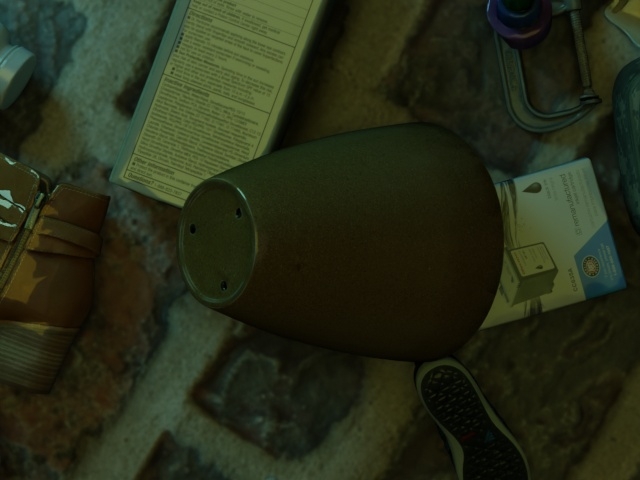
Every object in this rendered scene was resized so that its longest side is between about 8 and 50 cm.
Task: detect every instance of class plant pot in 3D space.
[{"bbox_3d":[0.000,0.000,1.552,0.254,0.237,0.237,1,90,-41],"label":"plant pot"}]

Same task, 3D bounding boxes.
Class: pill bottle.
[{"bbox_3d":[-0.375,-0.203,1.693,0.160,0.087,0.087,32,91,1],"label":"pill bottle"}]

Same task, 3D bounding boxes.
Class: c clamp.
[{"bbox_3d":[0.248,-0.192,1.699,0.137,0.022,0.161,-4,91,10],"label":"c clamp"}]

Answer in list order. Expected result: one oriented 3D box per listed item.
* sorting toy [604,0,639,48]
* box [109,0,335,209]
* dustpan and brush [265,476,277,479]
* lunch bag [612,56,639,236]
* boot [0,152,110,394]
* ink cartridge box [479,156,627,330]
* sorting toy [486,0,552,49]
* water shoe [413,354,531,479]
[{"bbox_3d":[0.332,-0.240,1.695,0.075,0.045,0.083,27,104,16],"label":"sorting toy"},{"bbox_3d":[-0.086,-0.176,1.666,0.148,0.121,0.311,22,91,2],"label":"box"},{"bbox_3d":[-0.013,0.345,1.701,0.147,0.060,0.211,-20,95,-10],"label":"dustpan and brush"},{"bbox_3d":[0.448,-0.094,1.569,0.305,0.256,0.213,-9,100,1],"label":"lunch bag"},{"bbox_3d":[-0.365,0.013,1.679,0.283,0.109,0.220,18,92,0],"label":"boot"},{"bbox_3d":[0.196,0.009,1.677,0.190,0.082,0.140,-17,89,0],"label":"ink cartridge box"},{"bbox_3d":[0.305,-0.340,1.633,0.365,0.126,0.127,-42,75,-3],"label":"sorting toy"},{"bbox_3d":[0.156,0.189,1.685,0.073,0.080,0.203,-24,114,5],"label":"water shoe"}]
